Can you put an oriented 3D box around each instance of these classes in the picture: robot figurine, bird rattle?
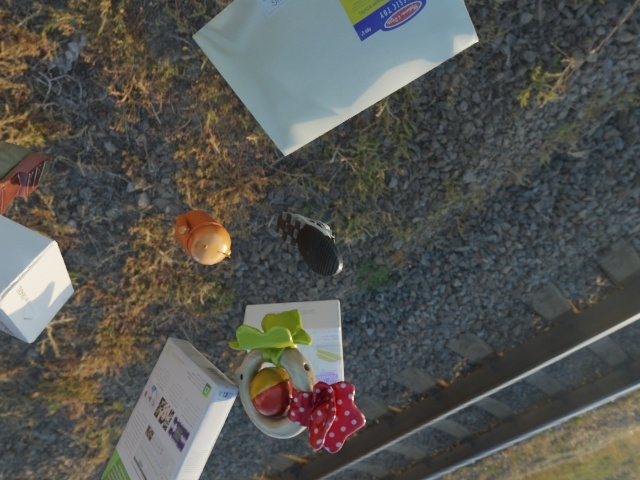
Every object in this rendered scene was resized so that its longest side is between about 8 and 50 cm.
[{"bbox_3d":[-0.348,-0.010,1.176,0.128,0.219,0.157,-26,129,-27],"label":"robot figurine"},{"bbox_3d":[-0.054,0.251,0.692,0.207,0.253,0.143,-44,165,29],"label":"bird rattle"}]

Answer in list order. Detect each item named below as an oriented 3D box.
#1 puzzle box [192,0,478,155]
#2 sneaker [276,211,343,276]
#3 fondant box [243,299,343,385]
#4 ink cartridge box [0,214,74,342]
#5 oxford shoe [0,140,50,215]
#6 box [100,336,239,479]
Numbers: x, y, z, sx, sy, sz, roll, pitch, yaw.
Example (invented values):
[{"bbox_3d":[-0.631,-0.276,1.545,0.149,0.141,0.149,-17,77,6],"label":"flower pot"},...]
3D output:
[{"bbox_3d":[0.024,-0.353,0.690,0.409,0.052,0.272,-25,122,22],"label":"puzzle box"},{"bbox_3d":[0.000,0.000,1.236,0.146,0.330,0.122,4,115,-35],"label":"sneaker"},{"bbox_3d":[-0.059,0.307,1.081,0.239,0.096,0.330,-4,131,2],"label":"fondant box"},{"bbox_3d":[-0.405,0.018,0.451,0.203,0.085,0.148,28,144,-6],"label":"ink cartridge box"},{"bbox_3d":[-0.782,-0.120,0.909,0.130,0.348,0.123,29,120,-15],"label":"oxford shoe"},{"bbox_3d":[-0.302,0.383,0.781,0.059,0.232,0.321,32,80,-42],"label":"box"}]
